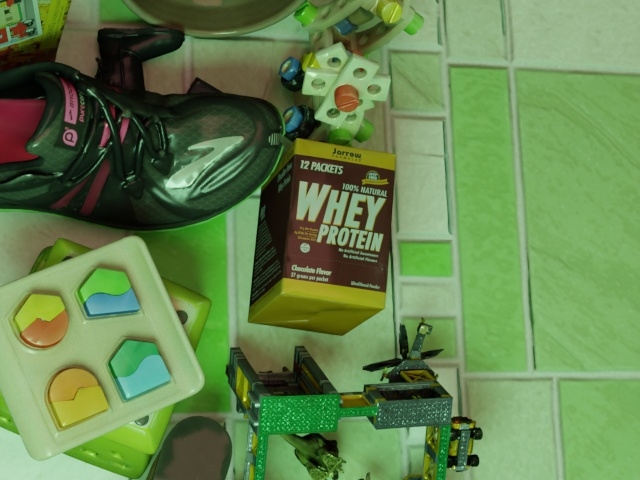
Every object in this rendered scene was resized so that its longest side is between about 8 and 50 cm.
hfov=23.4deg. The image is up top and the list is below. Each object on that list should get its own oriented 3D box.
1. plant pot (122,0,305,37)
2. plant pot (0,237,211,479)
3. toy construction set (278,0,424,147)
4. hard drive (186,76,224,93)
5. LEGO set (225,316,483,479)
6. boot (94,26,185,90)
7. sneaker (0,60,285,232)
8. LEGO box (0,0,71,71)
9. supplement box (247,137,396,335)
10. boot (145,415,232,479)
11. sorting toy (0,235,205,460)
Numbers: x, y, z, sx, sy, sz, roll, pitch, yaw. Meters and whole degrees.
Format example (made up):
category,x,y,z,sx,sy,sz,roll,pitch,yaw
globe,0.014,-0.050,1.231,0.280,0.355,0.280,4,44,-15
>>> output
category,x,y,z,sx,sy,sz,roll,pitch,yaw
plant pot,-0.136,-0.423,1.968,0.263,0.263,0.229,5,57,-14
plant pot,-0.259,0.131,1.807,0.228,0.207,0.227,23,73,-8
toy construction set,0.039,-0.225,1.947,0.151,0.215,0.327,42,31,-19
hard drive,-0.126,-0.138,2.001,0.135,0.022,0.094,31,72,-7
LEGO set,0.012,0.242,1.903,0.331,0.192,0.255,-8,109,-14
boot,-0.233,-0.221,1.979,0.121,0.045,0.099,-1,75,-8
sneaker,-0.276,-0.111,1.845,0.483,0.202,0.185,-3,80,-10
LEGO box,-0.470,-0.320,1.695,0.372,0.500,0.193,-18,81,-18
supplement box,0.000,0.000,1.915,0.129,0.191,0.194,9,74,-13
boot,-0.190,0.351,1.770,0.112,0.115,0.305,28,74,-5
sorting toy,-0.253,0.113,1.682,0.208,0.038,0.193,-23,84,-18
